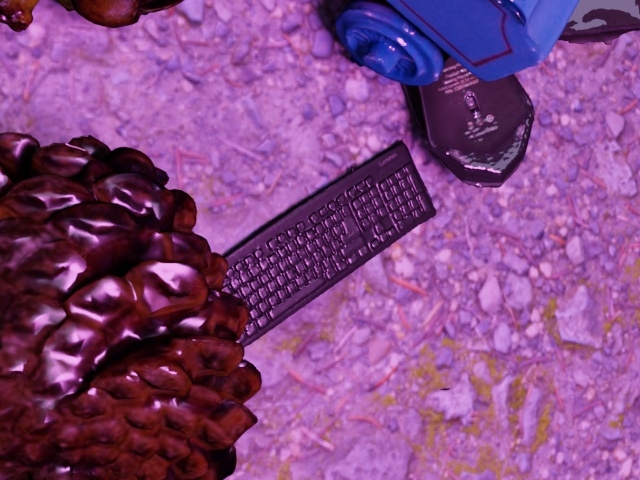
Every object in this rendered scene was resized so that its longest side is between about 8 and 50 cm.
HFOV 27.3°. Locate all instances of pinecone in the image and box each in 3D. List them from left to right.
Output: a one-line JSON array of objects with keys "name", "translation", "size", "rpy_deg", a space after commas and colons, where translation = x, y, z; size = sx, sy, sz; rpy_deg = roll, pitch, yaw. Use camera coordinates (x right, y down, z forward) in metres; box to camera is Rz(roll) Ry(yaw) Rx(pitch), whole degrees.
[{"name": "pinecone", "translation": [-0.195, 0.063, 0.938], "size": [0.298, 0.242, 0.296], "rpy_deg": [-18, 78, 10]}]

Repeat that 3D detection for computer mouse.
[{"name": "computer mouse", "translation": [0.134, -0.137, 1.235], "size": [0.105, 0.062, 0.192], "rpy_deg": [-18, 81, -7]}]

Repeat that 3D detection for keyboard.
[{"name": "keyboard", "translation": [0.000, 0.000, 1.188], "size": [0.250, 0.017, 0.087], "rpy_deg": [-33, 108, -25]}]

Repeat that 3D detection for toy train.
[{"name": "toy train", "translation": [0.065, -0.274, 1.076], "size": [0.300, 0.265, 0.188], "rpy_deg": [38, 72, -17]}]

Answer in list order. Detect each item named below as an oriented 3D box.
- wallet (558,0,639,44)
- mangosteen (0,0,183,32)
[{"name": "wallet", "translation": [0.214, -0.373, 1.265], "size": [0.197, 0.051, 0.378], "rpy_deg": [-7, 95, -8]}, {"name": "mangosteen", "translation": [-0.165, -0.253, 1.012], "size": [0.184, 0.172, 0.172], "rpy_deg": [-2, 91, -5]}]
